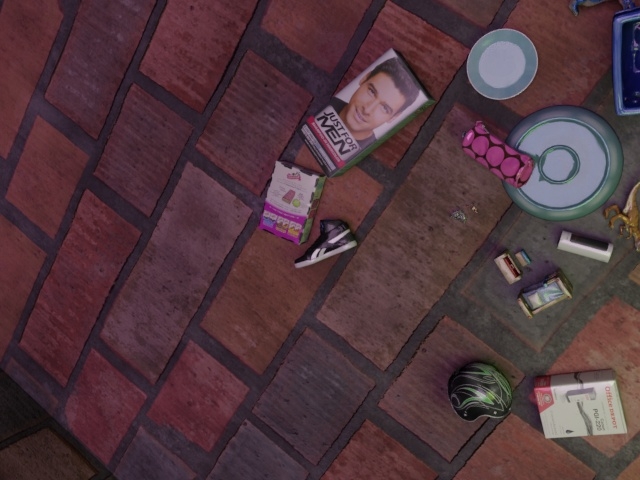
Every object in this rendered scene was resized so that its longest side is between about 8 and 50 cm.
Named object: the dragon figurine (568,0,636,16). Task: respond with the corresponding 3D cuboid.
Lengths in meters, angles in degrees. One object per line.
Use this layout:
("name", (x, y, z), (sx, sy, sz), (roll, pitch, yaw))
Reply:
("dragon figurine", (0.665, -0.665, 1.541), (0.144, 0.085, 0.289), (-37, 95, 24))

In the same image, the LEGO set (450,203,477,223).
("LEGO set", (0.414, -0.079, 1.796), (0.083, 0.023, 0.054), (-44, 82, 23))

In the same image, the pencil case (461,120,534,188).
("pencil case", (0.482, -0.234, 1.669), (0.209, 0.095, 0.098), (43, 125, 29))

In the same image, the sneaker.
("sneaker", (0.000, 0.000, 1.960), (0.217, 0.079, 0.121), (-23, 87, 16))

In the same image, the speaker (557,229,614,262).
("speaker", (0.717, 0.016, 1.672), (0.136, 0.055, 0.055), (18, 106, 19))

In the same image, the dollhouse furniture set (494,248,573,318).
("dollhouse furniture set", (0.586, 0.097, 1.699), (0.129, 0.129, 0.183), (-35, 85, 24))

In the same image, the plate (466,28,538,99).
("plate", (0.498, -0.482, 1.689), (0.188, 0.024, 0.188), (4, 102, 21))

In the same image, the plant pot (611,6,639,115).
("plant pot", (0.809, -0.445, 1.445), (0.236, 0.212, 0.236), (-4, 115, 23))

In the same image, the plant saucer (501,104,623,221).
("plant saucer", (0.647, -0.206, 1.668), (0.317, 0.044, 0.317), (4, 102, 22))

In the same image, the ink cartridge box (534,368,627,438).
("ink cartridge box", (0.728, 0.459, 1.728), (0.218, 0.092, 0.158), (-13, 95, 22))

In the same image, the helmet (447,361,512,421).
("helmet", (0.470, 0.438, 1.793), (0.161, 0.169, 0.169), (-33, 86, 41))

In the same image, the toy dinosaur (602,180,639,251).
("toy dinosaur", (0.813, -0.076, 1.622), (0.112, 0.064, 0.211), (-8, 106, 6))

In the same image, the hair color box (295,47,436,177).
("hair color box", (0.129, -0.368, 1.815), (0.374, 0.113, 0.185), (-36, 85, 23))

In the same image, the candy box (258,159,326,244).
("candy box", (-0.091, -0.123, 1.973), (0.159, 0.071, 0.233), (23, 108, 18))
